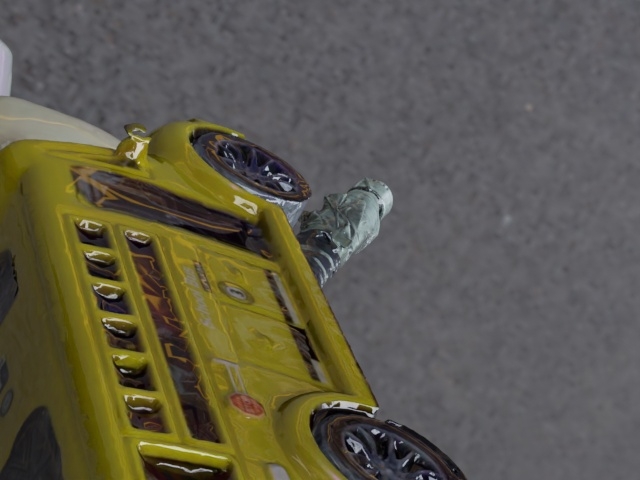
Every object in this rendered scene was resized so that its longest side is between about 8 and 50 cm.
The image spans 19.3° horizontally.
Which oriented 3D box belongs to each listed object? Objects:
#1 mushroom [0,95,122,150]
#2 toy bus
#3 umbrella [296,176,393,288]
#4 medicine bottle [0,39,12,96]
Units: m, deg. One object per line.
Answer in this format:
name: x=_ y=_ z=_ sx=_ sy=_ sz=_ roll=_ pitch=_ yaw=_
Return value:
mushroom: x=-0.231 y=0.059 z=1.114 sx=0.315 sy=0.356 sz=0.315 roll=-18 pitch=113 yaw=-50
toy bus: x=-0.068 y=0.061 z=0.723 sx=0.151 sy=0.331 sz=0.145 roll=19 pitch=112 yaw=-25
umbrella: x=0.000 y=0.000 z=1.198 sx=0.046 sy=0.050 sz=0.188 roll=-53 pitch=177 yaw=31
medicine bottle: x=-0.413 y=-0.009 z=1.753 sx=0.219 sy=0.219 sz=0.388 roll=16 pitch=76 yaw=-57
